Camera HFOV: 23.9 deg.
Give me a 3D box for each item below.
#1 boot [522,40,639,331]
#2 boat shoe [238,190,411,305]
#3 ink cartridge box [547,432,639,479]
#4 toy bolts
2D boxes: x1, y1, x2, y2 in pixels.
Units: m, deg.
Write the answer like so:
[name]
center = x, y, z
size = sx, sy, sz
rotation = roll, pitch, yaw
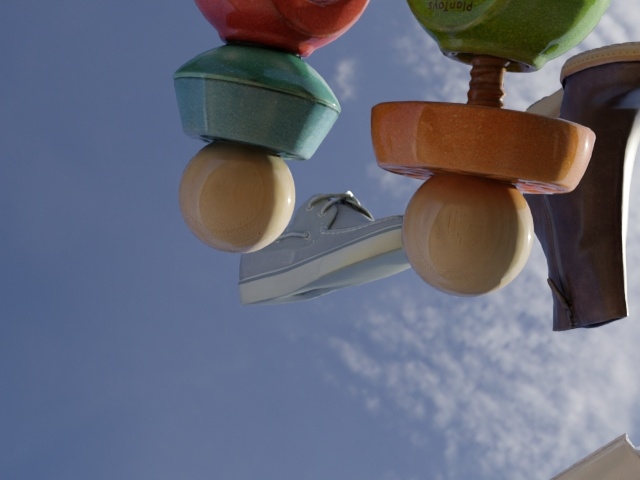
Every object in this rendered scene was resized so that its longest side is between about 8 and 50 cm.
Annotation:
[boot]
center = 0.237, -0.039, 1.236
size = 0.090, 0.248, 0.207
rotation = -4, -102, -15
[boat shoe]
center = 0.000, 0.000, 1.261
size = 0.079, 0.227, 0.081
rotation = -2, -101, -38
[ink cartridge box]
center = 0.108, 0.288, 0.848
size = 0.306, 0.226, 0.131
rotation = -31, -23, 6
[toy bolts]
center = -0.010, -0.067, 0.704
size = 0.218, 0.228, 0.158
rotation = 12, -92, -37
